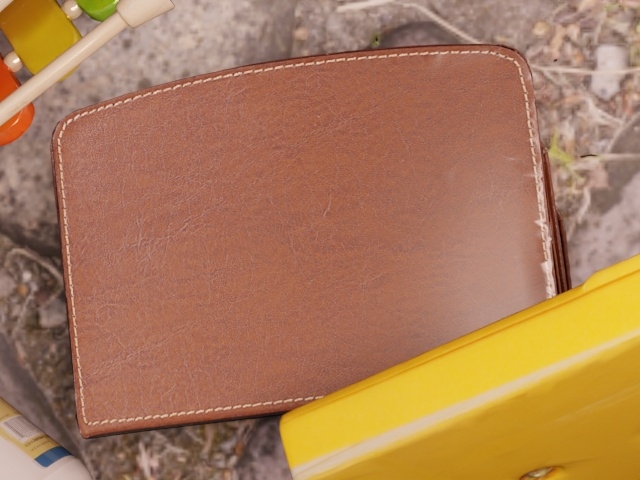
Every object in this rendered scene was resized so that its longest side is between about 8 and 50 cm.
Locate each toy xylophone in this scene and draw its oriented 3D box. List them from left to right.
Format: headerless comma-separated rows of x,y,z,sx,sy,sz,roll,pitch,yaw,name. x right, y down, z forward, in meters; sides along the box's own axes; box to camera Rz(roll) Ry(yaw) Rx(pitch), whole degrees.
-0.201,-0.142,1.161,0.323,0.081,0.236,-36,48,9,toy xylophone

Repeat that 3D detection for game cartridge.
0.183,0.084,1.002,0.324,0.285,0.052,-27,61,22,game cartridge

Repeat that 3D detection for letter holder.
0.000,0.000,1.136,0.302,0.152,0.214,-8,85,11,letter holder

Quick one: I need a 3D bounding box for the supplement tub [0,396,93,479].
-0.266,0.153,1.186,0.200,0.144,0.144,37,96,10,supplement tub
